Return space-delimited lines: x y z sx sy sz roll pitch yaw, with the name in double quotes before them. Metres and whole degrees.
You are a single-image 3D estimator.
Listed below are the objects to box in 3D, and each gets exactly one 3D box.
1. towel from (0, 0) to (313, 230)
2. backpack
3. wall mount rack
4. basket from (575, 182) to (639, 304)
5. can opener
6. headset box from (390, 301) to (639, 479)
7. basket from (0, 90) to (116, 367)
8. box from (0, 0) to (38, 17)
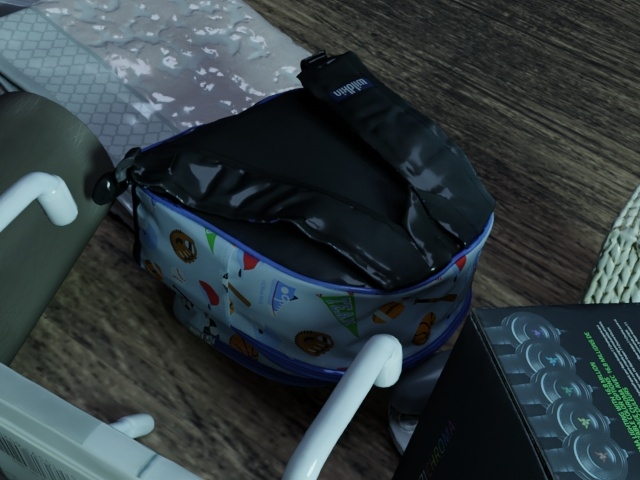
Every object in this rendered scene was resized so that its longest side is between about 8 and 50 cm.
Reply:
"towel" -0.167 -0.180 0.929 0.332 0.053 0.317 41 53 15
"backpack" 0.000 0.000 0.716 0.263 0.213 0.276 27 47 33
"wall mount rack" -0.076 0.124 0.495 0.350 0.304 0.130 24 53 18
"basket" 0.309 0.042 0.805 0.103 0.167 0.113 28 43 20
"can opener" 0.195 0.136 0.715 0.283 0.095 0.076 -2 45 -10
"headset box" 0.190 0.166 0.570 0.283 0.246 0.131 0 43 -18
"basket" -0.269 0.002 0.649 0.204 0.154 0.227 19 50 18
"box" -0.286 -0.350 1.127 0.232 0.058 0.322 8 43 -9
